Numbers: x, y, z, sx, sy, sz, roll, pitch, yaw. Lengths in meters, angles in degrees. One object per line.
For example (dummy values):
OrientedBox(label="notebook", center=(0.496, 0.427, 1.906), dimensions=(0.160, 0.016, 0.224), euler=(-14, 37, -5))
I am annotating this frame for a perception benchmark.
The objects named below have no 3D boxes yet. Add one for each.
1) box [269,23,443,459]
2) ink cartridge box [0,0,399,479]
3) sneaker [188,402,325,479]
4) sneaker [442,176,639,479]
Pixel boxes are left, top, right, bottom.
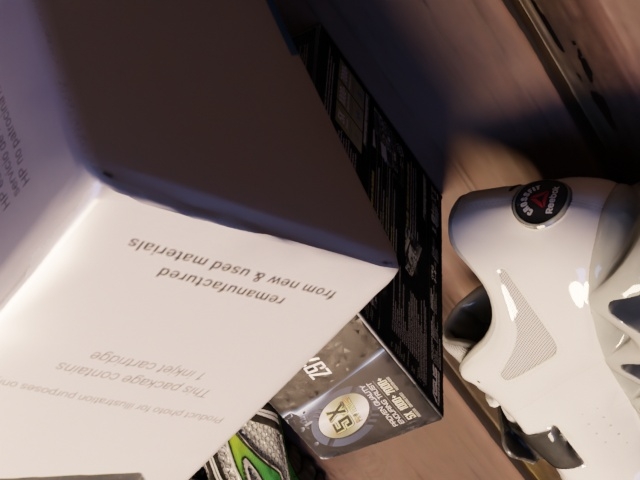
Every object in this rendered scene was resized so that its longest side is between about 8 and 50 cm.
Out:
OrientedBox(label="box", center=(0.000, 0.000, 0.831), dimensions=(0.078, 0.180, 0.147), euler=(-22, 128, 22))
OrientedBox(label="ink cartridge box", center=(-0.186, 0.019, 0.739), dimensions=(0.166, 0.285, 0.395), euler=(17, 127, -41))
OrientedBox(label="sneaker", center=(-0.076, 0.156, 1.010), dimensions=(0.134, 0.146, 0.343), euler=(-13, 130, 17))
OrientedBox(label="sneaker", center=(0.156, 0.079, 0.952), dimensions=(0.146, 0.122, 0.330), euler=(7, 137, 24))
